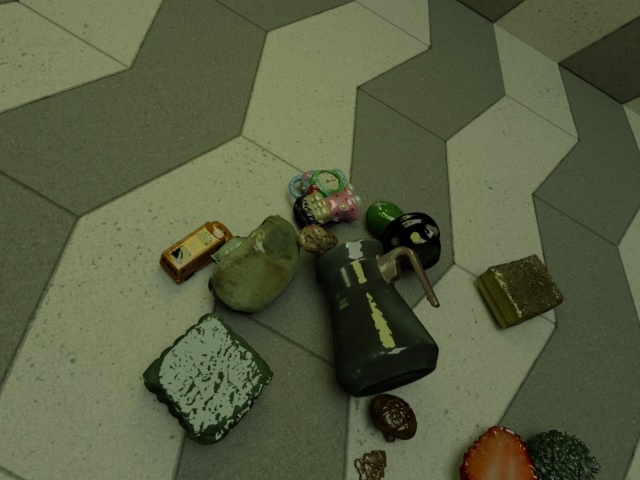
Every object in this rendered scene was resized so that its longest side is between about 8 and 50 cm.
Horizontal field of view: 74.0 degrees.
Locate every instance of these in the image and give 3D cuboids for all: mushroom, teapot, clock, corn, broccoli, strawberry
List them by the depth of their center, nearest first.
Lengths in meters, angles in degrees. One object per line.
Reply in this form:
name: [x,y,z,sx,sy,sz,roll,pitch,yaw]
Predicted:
mushroom: [0.179,0.432,1.040,0.126,0.085,0.110,21,57,-16]
strawberry: [0.438,0.584,1.049,0.190,0.111,0.236,21,35,20]
teapot: [0.141,0.178,1.054,0.253,0.300,0.344,24,40,-54]
mushroom: [-0.138,0.052,1.062,0.190,0.164,0.267,54,42,-1]
broccoli: [0.629,0.634,1.069,0.198,0.177,0.275,-29,89,-36]
corn: [0.000,0.000,1.140,0.079,0.237,0.080,0,89,12]
clock: [0.000,-0.123,1.269,0.195,0.100,0.194,-18,66,-30]

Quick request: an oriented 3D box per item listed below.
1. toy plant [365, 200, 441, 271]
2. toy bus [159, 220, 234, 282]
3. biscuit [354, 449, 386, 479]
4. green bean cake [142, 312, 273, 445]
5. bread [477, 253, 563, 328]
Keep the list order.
toy plant: [0.253,-0.021,1.276,0.217,0.176,0.235,13,31,-21]
toy bus: [-0.307,0.016,1.084,0.083,0.088,0.194,45,57,6]
biscuit: [0.127,0.536,1.007,0.092,0.016,0.082,-34,78,-30]
green bean cake: [-0.244,0.306,0.932,0.227,0.125,0.222,44,55,4]
bread: [0.627,0.160,1.341,0.233,0.111,0.185,-11,64,-27]
